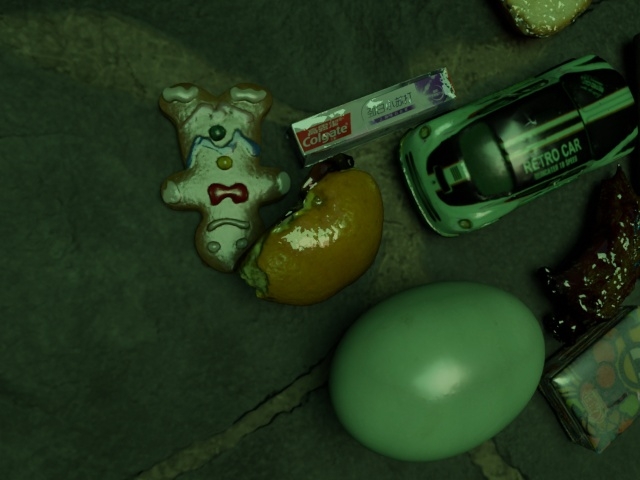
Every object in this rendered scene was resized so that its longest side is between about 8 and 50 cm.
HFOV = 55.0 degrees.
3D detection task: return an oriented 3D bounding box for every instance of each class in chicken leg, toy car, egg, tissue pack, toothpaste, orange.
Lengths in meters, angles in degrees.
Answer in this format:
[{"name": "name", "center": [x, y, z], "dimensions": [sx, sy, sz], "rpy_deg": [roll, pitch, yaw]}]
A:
[{"name": "chicken leg", "center": [0.336, 0.021, 0.737], "dimensions": [0.105, 0.063, 0.233], "rpy_deg": [42, 76, -13]}, {"name": "toy car", "center": [0.241, -0.116, 0.690], "dimensions": [0.306, 0.125, 0.136], "rpy_deg": [-24, 92, -13]}, {"name": "egg", "center": [0.118, 0.127, 0.620], "dimensions": [0.231, 0.168, 0.167], "rpy_deg": [-20, 91, -18]}, {"name": "tissue pack", "center": [0.339, 0.161, 0.728], "dimensions": [0.148, 0.060, 0.108], "rpy_deg": [-34, 93, -14]}, {"name": "toothpaste", "center": [0.060, -0.138, 0.690], "dimensions": [0.197, 0.040, 0.047], "rpy_deg": [-23, 90, -14]}, {"name": "orange", "center": [0.000, 0.000, 0.611], "dimensions": [0.112, 0.160, 0.169], "rpy_deg": [31, 122, 9]}]

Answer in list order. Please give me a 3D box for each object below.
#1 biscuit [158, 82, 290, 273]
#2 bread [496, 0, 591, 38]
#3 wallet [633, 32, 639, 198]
[{"name": "biscuit", "center": [-0.100, -0.067, 0.652], "dimensions": [0.138, 0.031, 0.204], "rpy_deg": [-3, 88, -14]}, {"name": "bread", "center": [0.263, -0.310, 0.751], "dimensions": [0.129, 0.044, 0.126], "rpy_deg": [-38, 88, -10]}, {"name": "wallet", "center": [0.478, -0.107, 0.790], "dimensions": [0.171, 0.044, 0.320], "rpy_deg": [-1, 90, -13]}]
